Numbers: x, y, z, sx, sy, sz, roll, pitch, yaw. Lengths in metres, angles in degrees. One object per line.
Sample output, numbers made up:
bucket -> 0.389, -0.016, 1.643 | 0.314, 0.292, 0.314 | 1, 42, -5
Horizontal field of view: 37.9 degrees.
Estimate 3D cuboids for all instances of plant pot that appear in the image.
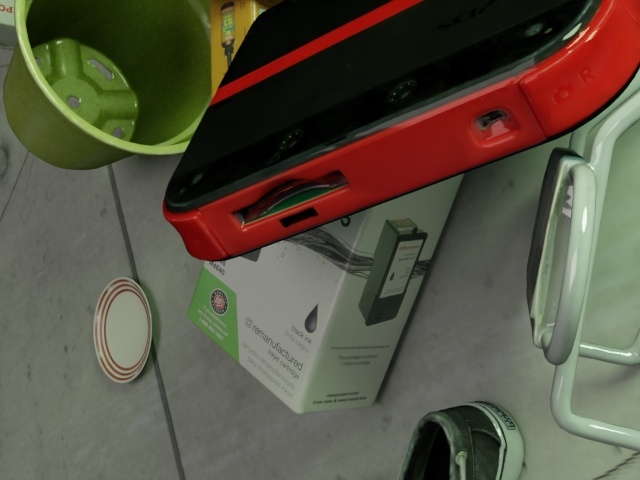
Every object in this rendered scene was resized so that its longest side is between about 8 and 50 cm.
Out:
plant pot -> -0.258, -0.201, 1.116 | 0.254, 0.276, 0.276 | -22, 72, 55

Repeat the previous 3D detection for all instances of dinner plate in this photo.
dinner plate -> -0.261, 0.119, 1.247 | 0.141, 0.017, 0.141 | -2, 87, 45

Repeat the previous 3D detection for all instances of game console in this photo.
game console -> 0.061, -0.153, 0.738 | 0.387, 0.060, 0.342 | -19, 34, 32

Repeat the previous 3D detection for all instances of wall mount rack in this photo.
wall mount rack -> 0.217, -0.041, 0.613 | 0.130, 0.350, 0.304 | 10, 100, 9

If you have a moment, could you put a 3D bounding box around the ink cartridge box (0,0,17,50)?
ink cartridge box -> -0.448, -0.397, 1.366 | 0.093, 0.160, 0.219 | -11, 81, 45

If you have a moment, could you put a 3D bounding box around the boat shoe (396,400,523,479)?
boat shoe -> 0.090, 0.290, 0.815 | 0.113, 0.105, 0.306 | 30, 108, 43

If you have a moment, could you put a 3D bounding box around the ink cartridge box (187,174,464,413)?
ink cartridge box -> 0.000, 0.000, 0.916 | 0.198, 0.115, 0.272 | 34, 111, 42

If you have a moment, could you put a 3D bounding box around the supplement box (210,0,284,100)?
supplement box -> -0.071, -0.260, 1.033 | 0.078, 0.080, 0.233 | -5, 83, 46
